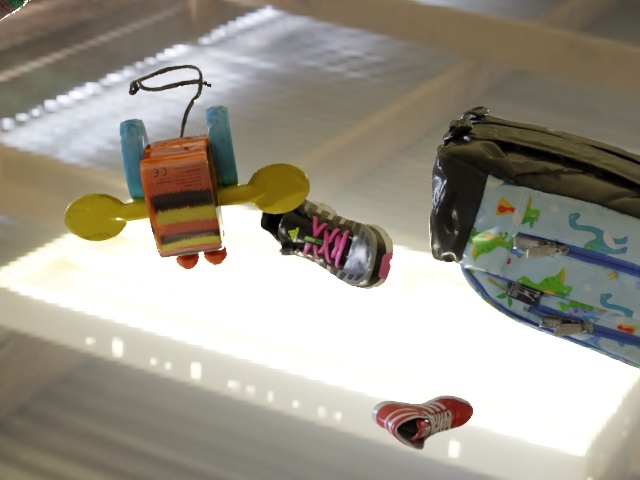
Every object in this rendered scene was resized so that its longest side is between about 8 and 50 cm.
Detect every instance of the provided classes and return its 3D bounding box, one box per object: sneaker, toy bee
[{"bbox_3d":[0.122,0.199,1.515,0.119,0.042,0.067,-1,-166,-19],"label":"sneaker"},{"bbox_3d":[0.000,0.000,1.286,0.075,0.063,0.170,10,-167,-36],"label":"sneaker"},{"bbox_3d":[-0.103,-0.039,1.201,0.195,0.162,0.298,-2,-158,17],"label":"toy bee"}]

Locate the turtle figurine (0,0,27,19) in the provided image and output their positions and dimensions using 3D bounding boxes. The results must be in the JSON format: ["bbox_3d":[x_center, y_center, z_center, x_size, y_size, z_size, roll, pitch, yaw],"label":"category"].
[{"bbox_3d":[-0.204,-0.273,1.206,0.234,0.118,0.175,-18,-136,17],"label":"turtle figurine"}]

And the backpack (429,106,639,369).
[{"bbox_3d":[0.308,0.001,1.555,0.356,0.273,0.290,5,-169,9],"label":"backpack"}]
